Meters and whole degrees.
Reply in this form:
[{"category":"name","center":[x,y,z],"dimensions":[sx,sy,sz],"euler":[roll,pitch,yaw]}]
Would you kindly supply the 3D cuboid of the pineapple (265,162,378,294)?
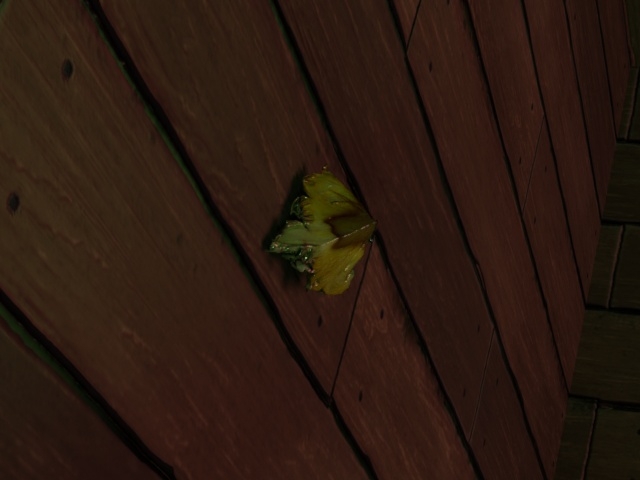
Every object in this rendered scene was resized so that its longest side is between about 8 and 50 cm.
[{"category":"pineapple","center":[0.000,0.000,1.224],"dimensions":[0.114,0.077,0.114],"euler":[-24,114,-53]}]
